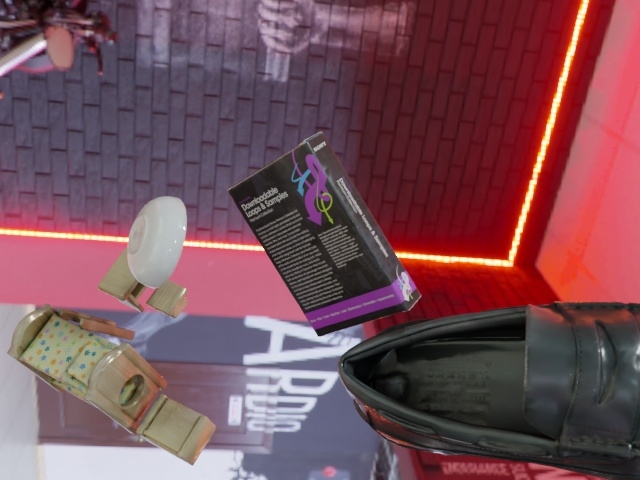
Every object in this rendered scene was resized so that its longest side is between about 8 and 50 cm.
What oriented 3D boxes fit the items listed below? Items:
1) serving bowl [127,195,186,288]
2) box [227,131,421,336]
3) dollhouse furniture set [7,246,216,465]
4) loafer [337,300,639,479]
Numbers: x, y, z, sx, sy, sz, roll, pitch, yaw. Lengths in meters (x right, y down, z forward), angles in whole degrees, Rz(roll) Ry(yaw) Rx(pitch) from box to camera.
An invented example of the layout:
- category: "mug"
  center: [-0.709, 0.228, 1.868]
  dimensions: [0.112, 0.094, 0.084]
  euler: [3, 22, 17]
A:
- category: "serving bowl"
  center: [-0.148, -0.001, 0.609]
  dimensions: [0.083, 0.027, 0.083]
  euler: [-28, -126, 47]
- category: "box"
  center: [0.000, 0.000, 0.603]
  dimensions: [0.116, 0.029, 0.162]
  euler: [-23, -78, 46]
- category: "dollhouse furniture set"
  center: [-0.167, 0.090, 0.667]
  dimensions: [0.161, 0.182, 0.101]
  euler: [-59, 152, -24]
- category: "loafer"
  center: [0.111, 0.065, 0.309]
  dimensions: [0.078, 0.223, 0.076]
  euler: [38, 52, -47]
